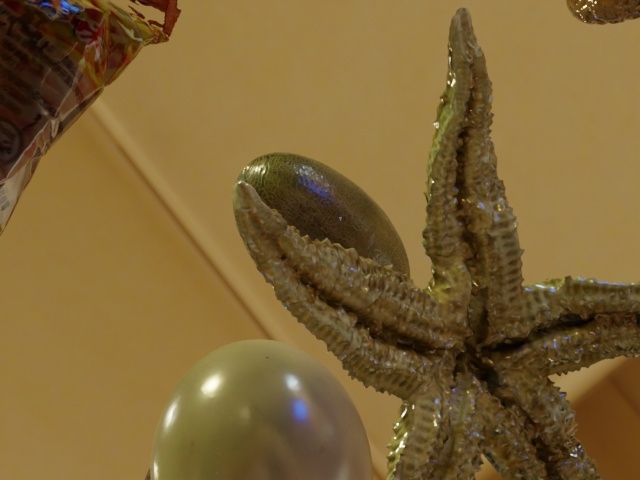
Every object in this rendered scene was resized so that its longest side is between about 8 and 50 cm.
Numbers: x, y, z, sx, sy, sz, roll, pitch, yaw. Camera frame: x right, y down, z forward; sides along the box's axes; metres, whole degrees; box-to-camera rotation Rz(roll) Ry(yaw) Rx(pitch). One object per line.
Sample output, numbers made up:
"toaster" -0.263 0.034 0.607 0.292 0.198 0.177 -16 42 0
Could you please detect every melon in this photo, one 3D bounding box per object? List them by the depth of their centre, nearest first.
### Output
"melon" 0.000 0.000 1.451 0.099 0.162 0.099 -35 25 19

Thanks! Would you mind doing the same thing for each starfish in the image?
"starfish" 0.097 0.052 1.064 0.347 0.358 0.078 -6 9 -28

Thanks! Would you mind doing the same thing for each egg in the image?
"egg" -0.048 0.203 1.627 0.186 0.242 0.186 -3 -7 0

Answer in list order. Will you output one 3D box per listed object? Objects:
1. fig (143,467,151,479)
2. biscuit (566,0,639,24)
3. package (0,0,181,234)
"fig" -0.103 0.292 1.969 0.181 0.191 0.181 -54 -4 -5
"biscuit" 0.311 -0.245 1.685 0.226 0.042 0.226 -22 18 8
"package" -0.237 -0.107 1.235 0.288 0.223 0.108 -62 13 -22
